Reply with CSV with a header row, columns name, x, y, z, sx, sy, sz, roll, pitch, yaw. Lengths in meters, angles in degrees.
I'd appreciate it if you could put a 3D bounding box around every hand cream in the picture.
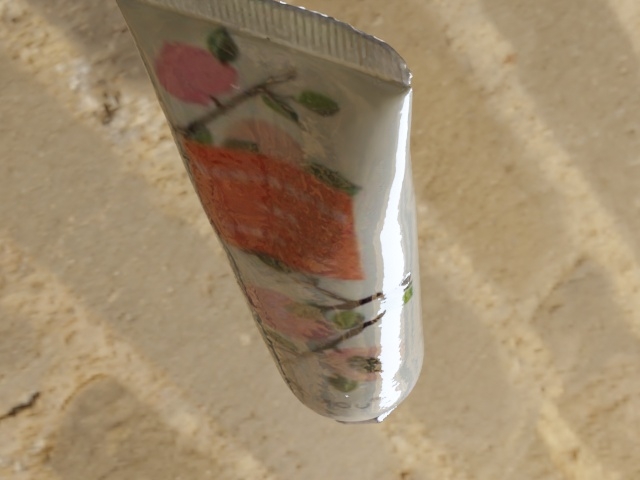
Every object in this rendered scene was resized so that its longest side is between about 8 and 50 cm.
name,x,y,z,sx,sy,sz,roll,pitch,yaw
hand cream,0.000,0.000,0.408,0.050,0.080,0.234,-63,-19,-21
